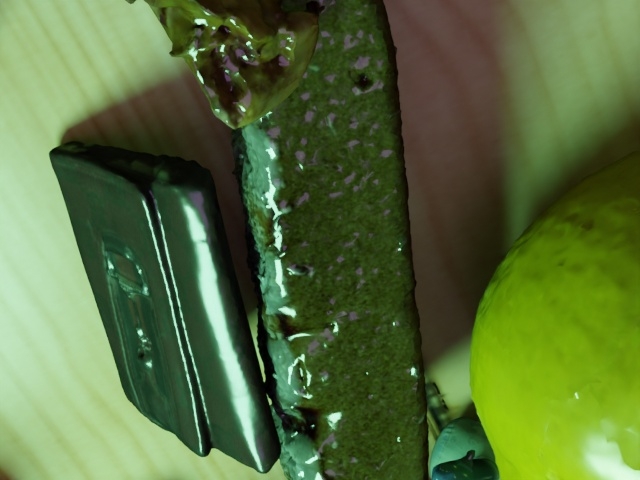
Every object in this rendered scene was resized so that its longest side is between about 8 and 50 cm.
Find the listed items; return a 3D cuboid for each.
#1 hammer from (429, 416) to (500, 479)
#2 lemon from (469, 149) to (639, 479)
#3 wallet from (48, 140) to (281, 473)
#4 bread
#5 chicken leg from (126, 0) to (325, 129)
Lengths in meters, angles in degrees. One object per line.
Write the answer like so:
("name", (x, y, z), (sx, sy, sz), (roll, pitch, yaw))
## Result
("hammer", (0.126, 0.186, 0.825), (0.116, 0.194, 0.070), (28, 90, 23))
("lemon", (0.274, 0.087, 0.723), (0.347, 0.348, 0.348), (-3, 117, -6))
("wallet", (-0.113, 0.043, 0.746), (0.049, 0.182, 0.229), (-31, 121, -35))
("bread", (0.000, 0.000, 0.732), (0.113, 0.165, 0.417), (-11, 117, -8))
("chicken leg", (-0.181, -0.204, 0.558), (0.295, 0.182, 0.409), (-41, 95, 20))
